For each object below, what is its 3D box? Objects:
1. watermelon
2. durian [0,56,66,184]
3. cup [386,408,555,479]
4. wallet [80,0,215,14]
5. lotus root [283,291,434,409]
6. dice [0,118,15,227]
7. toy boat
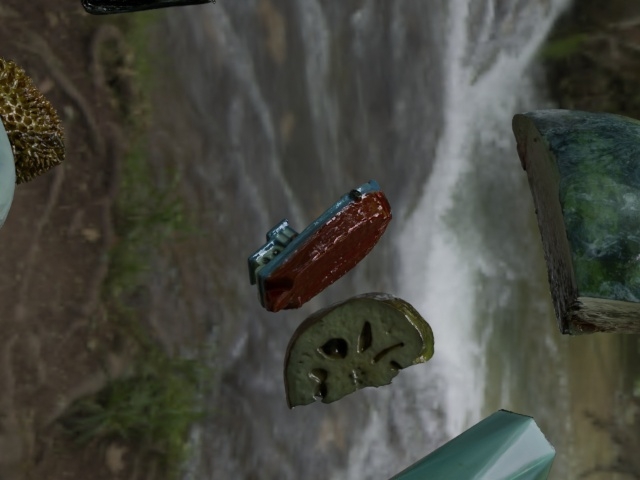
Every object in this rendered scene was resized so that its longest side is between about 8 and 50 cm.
[{"bbox_3d":[0.309,0.000,1.106,0.320,0.289,0.214,-115,-142,-53],"label":"watermelon"},{"bbox_3d":[-0.368,-0.135,1.298,0.137,0.168,0.158,-52,178,8],"label":"durian"},{"bbox_3d":[0.181,0.313,1.433,0.235,0.148,0.134,-28,144,-37],"label":"cup"},{"bbox_3d":[-0.234,-0.346,1.411,0.318,0.172,0.045,-122,-153,-58],"label":"wallet"},{"bbox_3d":[0.043,0.152,1.621,0.119,0.234,0.138,37,29,-83],"label":"lotus root"},{"bbox_3d":[-0.470,-0.082,1.055,0.268,0.264,0.262,63,15,7],"label":"dice"},{"bbox_3d":[0.000,0.000,1.036,0.173,0.058,0.069,-38,149,-24],"label":"toy boat"}]
